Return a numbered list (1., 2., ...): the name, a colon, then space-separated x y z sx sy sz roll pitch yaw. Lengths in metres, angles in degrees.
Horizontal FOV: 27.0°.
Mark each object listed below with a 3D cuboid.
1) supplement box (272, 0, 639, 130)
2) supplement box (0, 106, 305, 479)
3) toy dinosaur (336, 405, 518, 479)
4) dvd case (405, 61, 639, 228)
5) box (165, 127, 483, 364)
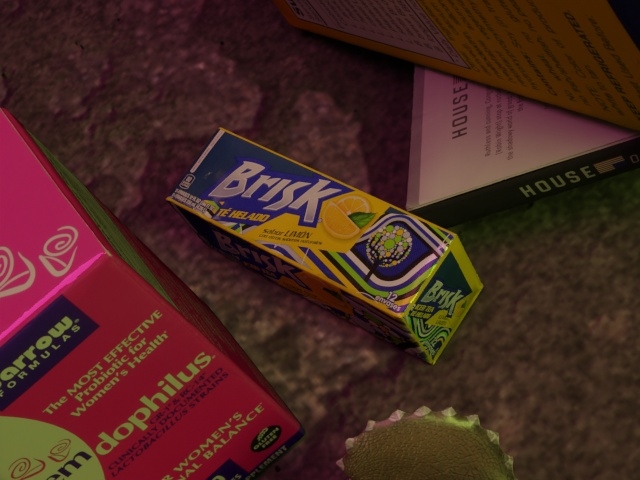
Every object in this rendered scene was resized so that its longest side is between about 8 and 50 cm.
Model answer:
1. supplement box: 0.087 -0.208 0.651 0.195 0.194 0.356 -53 40 -9
2. supplement box: -0.115 0.055 0.639 0.111 0.220 0.114 -41 54 -2
3. toy dinosaur: 0.071 0.162 0.500 0.160 0.121 0.313 -33 41 -23
4. dvd case: 0.155 -0.111 0.688 0.238 0.029 0.179 -18 47 30
5. box: 0.000 0.000 0.718 0.169 0.059 0.054 25 73 33
